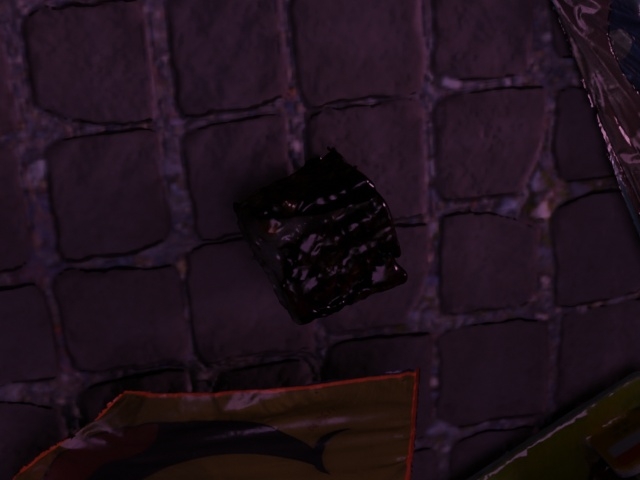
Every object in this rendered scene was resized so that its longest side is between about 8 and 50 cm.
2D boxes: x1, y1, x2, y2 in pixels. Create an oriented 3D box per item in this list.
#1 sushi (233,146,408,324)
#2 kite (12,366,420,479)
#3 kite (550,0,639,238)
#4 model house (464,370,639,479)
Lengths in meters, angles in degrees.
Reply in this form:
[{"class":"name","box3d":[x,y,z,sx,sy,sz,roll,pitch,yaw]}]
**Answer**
[{"class":"sushi","box3d":[0.000,0.000,0.736,0.084,0.098,0.094,-26,110,-5]},{"class":"kite","box3d":[-0.061,0.216,0.819,0.377,0.013,0.327,-39,122,10]},{"class":"kite","box3d":[0.288,-0.139,0.803,0.369,0.014,0.406,17,104,-19]},{"class":"model house","box3d":[0.311,0.271,0.784,0.340,0.323,0.300,-32,114,-1]}]
